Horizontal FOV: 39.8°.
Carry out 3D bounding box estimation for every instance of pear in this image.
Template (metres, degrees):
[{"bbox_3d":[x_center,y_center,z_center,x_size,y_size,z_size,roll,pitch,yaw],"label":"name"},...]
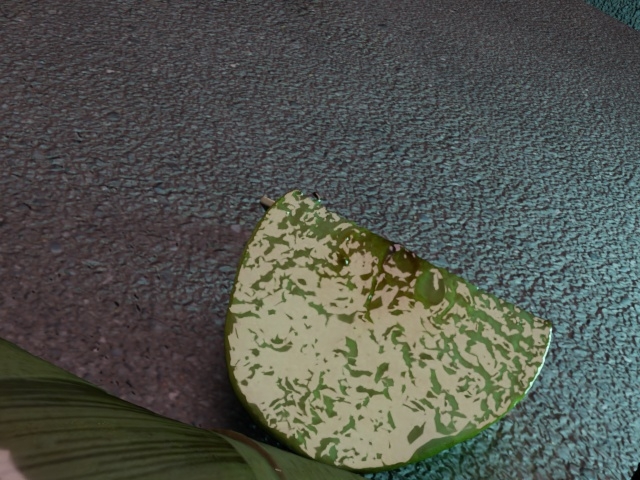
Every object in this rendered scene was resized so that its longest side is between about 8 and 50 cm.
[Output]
[{"bbox_3d":[0.031,0.120,0.807,0.288,0.139,0.239,28,47,9],"label":"pear"}]

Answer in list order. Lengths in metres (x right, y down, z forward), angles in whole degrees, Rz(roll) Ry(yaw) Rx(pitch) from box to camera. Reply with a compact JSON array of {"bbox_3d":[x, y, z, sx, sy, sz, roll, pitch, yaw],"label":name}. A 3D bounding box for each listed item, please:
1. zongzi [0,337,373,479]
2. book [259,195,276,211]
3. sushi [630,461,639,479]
[{"bbox_3d":[-0.256,0.100,0.621,0.467,0.218,0.500,-7,41,-44],"label":"zongzi"},{"bbox_3d":[0.000,0.000,0.973,0.118,0.012,0.172,25,-8,12],"label":"book"},{"bbox_3d":[0.326,0.233,0.818,0.094,0.084,0.098,-8,36,-30],"label":"sushi"}]
